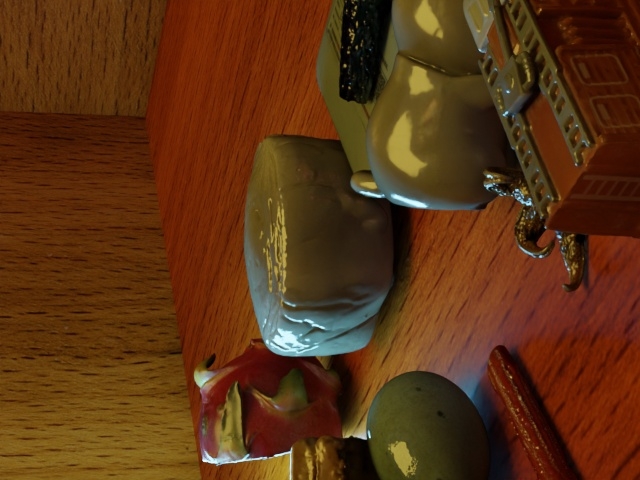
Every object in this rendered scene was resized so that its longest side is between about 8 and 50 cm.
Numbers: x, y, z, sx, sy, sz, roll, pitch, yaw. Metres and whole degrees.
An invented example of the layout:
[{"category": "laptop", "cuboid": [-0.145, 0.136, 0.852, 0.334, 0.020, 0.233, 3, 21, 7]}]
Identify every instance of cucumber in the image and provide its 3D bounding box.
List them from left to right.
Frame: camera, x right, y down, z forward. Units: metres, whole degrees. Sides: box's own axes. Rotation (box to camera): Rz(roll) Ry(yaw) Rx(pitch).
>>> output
[{"category": "cucumber", "cuboid": [0.055, -0.314, 1.710, 0.078, 0.062, 0.211, -122, 39, -53]}]

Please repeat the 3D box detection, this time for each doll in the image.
[{"category": "doll", "cuboid": [0.176, -0.197, 1.463, 0.226, 0.215, 0.370, 24, 110, 24]}]

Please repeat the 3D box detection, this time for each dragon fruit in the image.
[{"category": "dragon fruit", "cuboid": [-0.103, 0.297, 2.144, 0.305, 0.305, 0.226, 157, 108, -69]}]

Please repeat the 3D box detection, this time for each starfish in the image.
[{"category": "starfish", "cuboid": [0.283, -0.035, 1.337, 0.146, 0.074, 0.190, -25, 95, 41]}]

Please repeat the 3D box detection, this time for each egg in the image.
[{"category": "egg", "cuboid": [0.153, 0.288, 1.585, 0.236, 0.169, 0.169, -104, 23, -49]}]

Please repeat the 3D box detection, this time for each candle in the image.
[{"category": "candle", "cuboid": [0.278, 0.261, 1.414, 0.051, 0.048, 0.329, -60, 31, 31]}]

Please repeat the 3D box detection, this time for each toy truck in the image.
[{"category": "toy truck", "cuboid": [0.276, -0.190, 1.174, 0.173, 0.207, 0.387, 113, 151, -48]}]

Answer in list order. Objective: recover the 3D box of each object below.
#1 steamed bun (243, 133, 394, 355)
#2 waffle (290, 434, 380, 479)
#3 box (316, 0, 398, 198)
[{"category": "steamed bun", "cuboid": [0.001, 0.003, 1.911, 0.236, 0.247, 0.383, 155, 115, -72]}, {"category": "waffle", "cuboid": [0.057, 0.407, 1.684, 0.328, 0.098, 0.224, 27, -119, -65]}, {"category": "box", "cuboid": [0.115, -0.320, 1.797, 0.396, 0.111, 0.396, -109, 28, -43]}]
